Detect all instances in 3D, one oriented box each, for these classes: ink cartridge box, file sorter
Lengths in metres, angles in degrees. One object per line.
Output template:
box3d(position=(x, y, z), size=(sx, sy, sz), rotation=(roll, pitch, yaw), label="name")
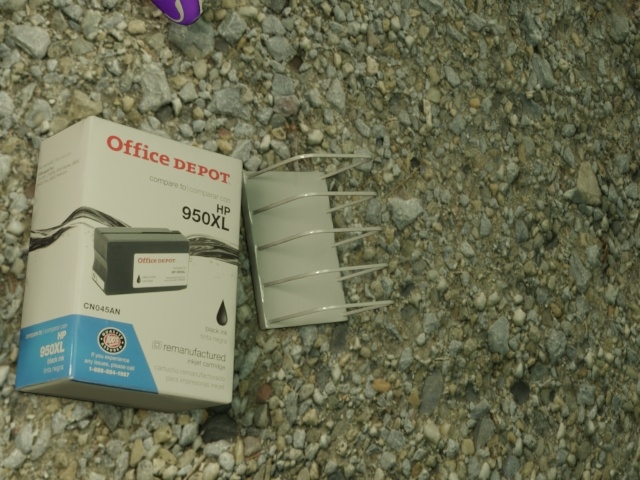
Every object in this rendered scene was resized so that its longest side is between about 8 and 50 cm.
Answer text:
box3d(position=(-0.281, 0.044, 1.796), size=(0.286, 0.166, 0.394), rotation=(15, 69, -39), label="ink cartridge box")
box3d(position=(0.000, 0.000, 2.054), size=(0.193, 0.173, 0.277), rotation=(-2, 81, -41), label="file sorter")

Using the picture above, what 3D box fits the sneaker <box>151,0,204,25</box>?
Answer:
box3d(position=(-0.323, -0.455, 1.946), size=(0.293, 0.102, 0.146), rotation=(52, 55, -13), label="sneaker")
